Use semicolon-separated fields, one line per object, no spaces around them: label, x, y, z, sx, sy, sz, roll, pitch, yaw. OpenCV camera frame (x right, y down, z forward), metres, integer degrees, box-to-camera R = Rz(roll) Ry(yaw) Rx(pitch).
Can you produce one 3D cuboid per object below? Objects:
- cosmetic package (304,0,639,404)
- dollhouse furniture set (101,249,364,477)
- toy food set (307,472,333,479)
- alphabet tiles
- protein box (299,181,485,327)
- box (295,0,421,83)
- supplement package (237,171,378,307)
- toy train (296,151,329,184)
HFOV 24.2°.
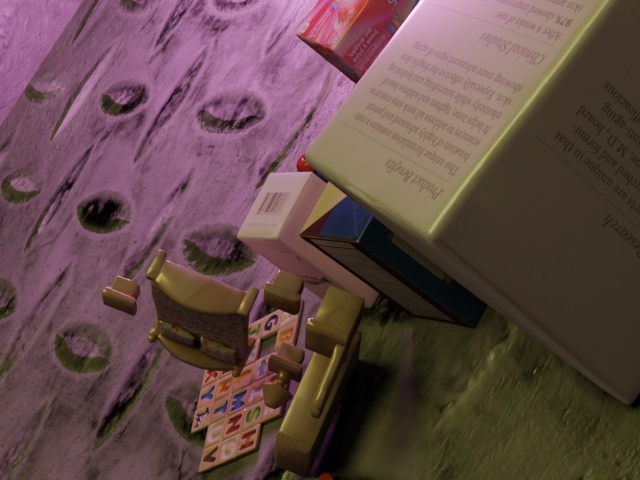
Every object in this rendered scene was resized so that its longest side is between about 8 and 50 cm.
cosmetic package;0.263;-0.115;1.570;0.393;0.327;0.329;-52;28;1
dollhouse furniture set;-0.145;0.135;1.856;0.303;0.356;0.174;95;-163;-66
toy food set;-0.009;0.322;1.809;0.082;0.020;0.083;-49;29;8
alphabet tiles;-0.110;0.209;2.093;0.198;0.009;0.237;-28;37;38
protein box;0.125;-0.033;1.811;0.136;0.201;0.200;8;65;58
box;0.124;-0.379;2.249;0.300;0.142;0.154;-54;29;-1
supplement package;0.000;0.000;1.980;0.105;0.179;0.105;0;59;56
toy train;0.041;-0.121;2.147;0.143;0.105;0.248;-49;27;-13
